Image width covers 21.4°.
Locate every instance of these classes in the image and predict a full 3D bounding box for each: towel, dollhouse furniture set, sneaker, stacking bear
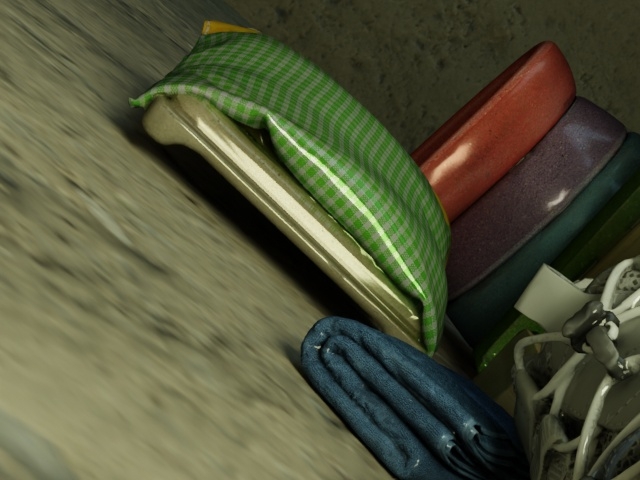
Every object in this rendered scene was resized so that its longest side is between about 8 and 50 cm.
[{"bbox_3d":[0.040,0.060,0.565,0.067,0.029,0.119,45,6,28],"label":"towel"},{"bbox_3d":[0.084,-0.019,0.745,0.301,0.151,0.197,43,8,-8],"label":"dollhouse furniture set"},{"bbox_3d":[0.091,0.059,0.493,0.115,0.105,0.281,52,2,6],"label":"sneaker"},{"bbox_3d":[0.166,0.046,0.947,0.289,0.164,0.175,47,6,-3],"label":"stacking bear"}]
